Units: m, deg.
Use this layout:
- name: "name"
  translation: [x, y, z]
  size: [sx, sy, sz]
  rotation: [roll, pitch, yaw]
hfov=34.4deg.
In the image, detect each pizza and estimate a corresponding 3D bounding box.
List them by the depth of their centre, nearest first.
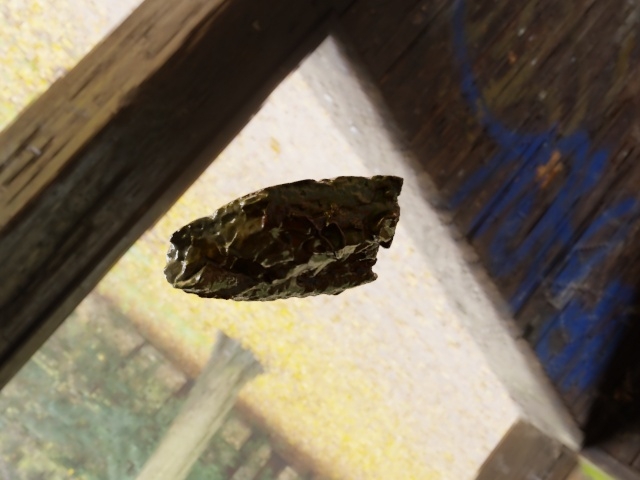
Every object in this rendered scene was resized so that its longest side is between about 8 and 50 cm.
- name: "pizza"
  translation: [0.000, 0.000, 0.745]
  size: [0.182, 0.161, 0.062]
  rotation: [12, -129, -49]
